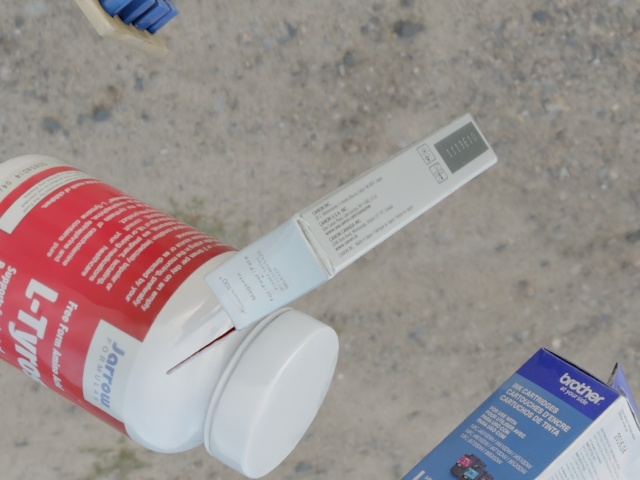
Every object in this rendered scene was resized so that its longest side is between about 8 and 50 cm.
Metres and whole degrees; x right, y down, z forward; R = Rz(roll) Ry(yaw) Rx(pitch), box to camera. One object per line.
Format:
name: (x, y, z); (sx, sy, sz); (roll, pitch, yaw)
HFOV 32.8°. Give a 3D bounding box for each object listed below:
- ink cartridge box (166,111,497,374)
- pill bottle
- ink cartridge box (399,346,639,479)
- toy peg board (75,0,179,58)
ink cartridge box: (0.000, 0.000, 0.967); (0.239, 0.060, 0.275); (-31, -179, 43)
pill bottle: (-0.196, 0.082, 1.167); (0.229, 0.408, 0.229); (-49, 154, -34)
ink cartridge box: (0.260, 0.321, 1.295); (0.395, 0.151, 0.270); (-39, 126, -12)
toy peg board: (-0.203, -0.277, 1.083); (0.079, 0.160, 0.161); (-38, 174, 11)
